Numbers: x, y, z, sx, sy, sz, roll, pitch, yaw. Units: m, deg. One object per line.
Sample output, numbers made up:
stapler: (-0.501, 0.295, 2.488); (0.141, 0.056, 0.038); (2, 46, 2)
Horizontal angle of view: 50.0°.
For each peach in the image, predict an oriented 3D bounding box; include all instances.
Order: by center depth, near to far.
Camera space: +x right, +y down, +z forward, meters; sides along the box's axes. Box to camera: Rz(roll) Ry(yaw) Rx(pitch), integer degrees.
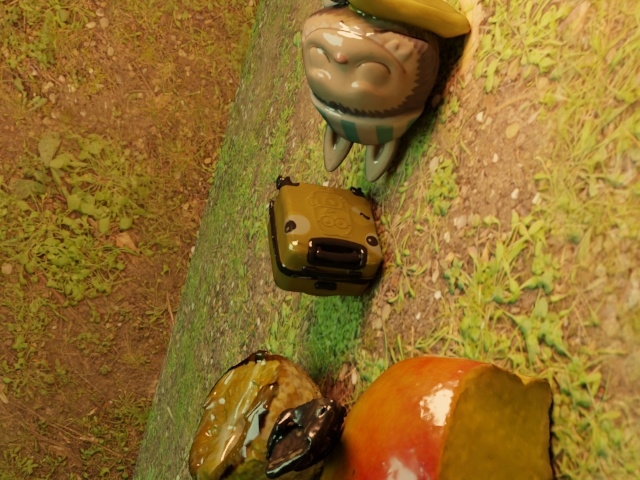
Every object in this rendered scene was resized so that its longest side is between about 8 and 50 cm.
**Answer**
peach: (0.106, 0.327, 0.797); (0.306, 0.242, 0.381); (-22, 58, 58)

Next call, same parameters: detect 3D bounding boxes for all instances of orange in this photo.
orange: (-0.104, 0.365, 1.291); (0.271, 0.210, 0.368); (-59, 18, -20)

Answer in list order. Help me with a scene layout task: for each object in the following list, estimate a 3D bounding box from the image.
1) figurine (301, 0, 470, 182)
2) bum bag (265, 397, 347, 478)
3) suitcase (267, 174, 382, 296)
figurine: (0.052, -0.312, 1.270); (0.361, 0.266, 0.378); (-102, 33, -56)
bum bag: (-0.017, 0.225, 0.795); (0.102, 0.069, 0.248); (-55, -10, -11)
suitcase: (0.000, 0.000, 1.294); (0.235, 0.193, 0.143); (-100, 24, -45)
